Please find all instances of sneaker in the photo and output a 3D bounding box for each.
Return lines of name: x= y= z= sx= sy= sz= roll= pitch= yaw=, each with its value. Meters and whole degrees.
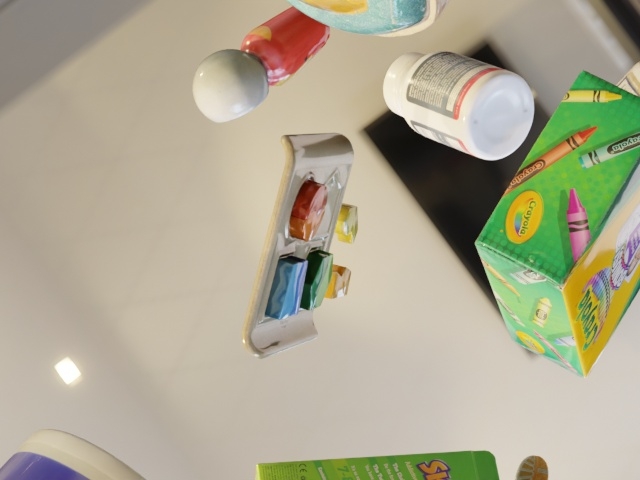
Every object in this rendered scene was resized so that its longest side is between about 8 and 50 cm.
sneaker: x=0.193 y=0.242 z=1.793 sx=0.037 sy=0.032 sz=0.083 roll=100 pitch=-177 yaw=-59

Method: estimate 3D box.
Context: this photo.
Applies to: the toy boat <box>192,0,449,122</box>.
toy boat: x=-0.025 y=-0.224 z=1.608 sx=0.267 sy=0.148 sz=0.318 roll=41 pitch=147 yaw=14

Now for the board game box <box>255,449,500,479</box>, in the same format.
board game box: x=0.066 y=0.287 z=2.026 sx=0.039 sy=0.259 sz=0.124 roll=95 pitch=168 yaw=-53

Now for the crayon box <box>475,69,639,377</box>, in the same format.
crayon box: x=0.217 y=-0.006 z=1.584 sx=0.081 sy=0.165 sz=0.278 roll=29 pitch=169 yaw=19

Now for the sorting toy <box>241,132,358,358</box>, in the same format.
sorting toy: x=0.000 y=0.000 z=2.057 sx=0.041 sy=0.229 sz=0.307 roll=13 pitch=-173 yaw=16

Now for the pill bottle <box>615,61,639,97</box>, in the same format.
pill bottle: x=0.286 y=-0.083 z=1.853 sx=0.094 sy=0.169 sz=0.094 roll=36 pitch=-159 yaw=-16

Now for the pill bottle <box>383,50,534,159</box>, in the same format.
pill bottle: x=0.160 y=-0.169 z=2.298 sx=0.180 sy=0.108 sz=0.108 roll=27 pitch=163 yaw=50

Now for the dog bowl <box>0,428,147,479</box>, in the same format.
dog bowl: x=-0.181 y=0.289 z=1.626 sx=0.265 sy=0.104 sz=0.265 roll=33 pitch=153 yaw=20
